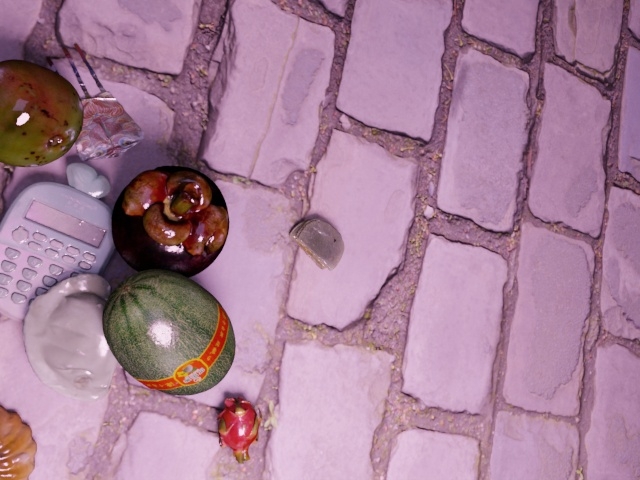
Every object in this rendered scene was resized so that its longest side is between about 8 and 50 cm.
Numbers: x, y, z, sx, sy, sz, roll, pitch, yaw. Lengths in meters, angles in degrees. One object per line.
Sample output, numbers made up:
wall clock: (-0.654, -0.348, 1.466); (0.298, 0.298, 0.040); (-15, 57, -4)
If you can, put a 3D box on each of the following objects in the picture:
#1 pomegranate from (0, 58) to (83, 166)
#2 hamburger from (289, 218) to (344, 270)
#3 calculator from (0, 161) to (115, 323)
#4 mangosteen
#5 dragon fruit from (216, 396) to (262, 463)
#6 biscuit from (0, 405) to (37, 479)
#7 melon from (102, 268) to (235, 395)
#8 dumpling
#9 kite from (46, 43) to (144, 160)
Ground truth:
pomegranate: (-0.520, -0.230, 0.831); (0.224, 0.181, 0.181); (39, 71, 3)
hamburger: (0.001, -0.001, 1.061); (0.121, 0.054, 0.084); (42, 72, -4)
calculator: (-0.466, 0.003, 0.875); (0.184, 0.042, 0.296); (27, 76, -24)
mangosteen: (-0.254, -0.040, 0.861); (0.211, 0.250, 0.212); (6, 75, -23)
dragon fruit: (-0.155, 0.360, 0.938); (0.086, 0.081, 0.116); (13, 78, -30)
biscuit: (-0.541, 0.335, 0.802); (0.183, 0.061, 0.118); (46, 69, -9)
melon: (-0.242, 0.164, 0.838); (0.182, 0.182, 0.288); (-55, 144, -18)
dumpling: (-0.412, 0.167, 0.856); (0.152, 0.108, 0.220); (0, 84, 5)
kite: (-0.445, -0.263, 0.941); (0.127, 0.016, 0.230); (-32, 96, -25)
